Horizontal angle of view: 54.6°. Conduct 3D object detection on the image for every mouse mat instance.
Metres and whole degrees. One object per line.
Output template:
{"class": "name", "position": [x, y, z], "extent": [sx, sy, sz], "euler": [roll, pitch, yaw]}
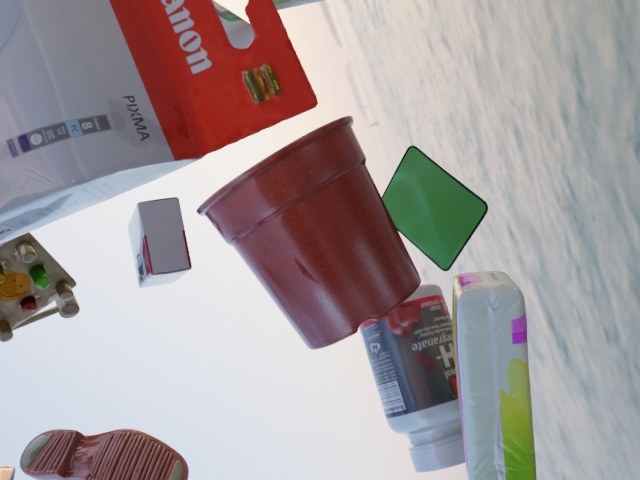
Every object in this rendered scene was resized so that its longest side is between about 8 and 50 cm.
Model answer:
{"class": "mouse mat", "position": [0.191, -0.057, 1.093], "extent": [0.007, 0.153, 0.190], "euler": [-12, -131, -45]}

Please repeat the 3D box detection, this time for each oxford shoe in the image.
{"class": "oxford shoe", "position": [-0.447, 0.499, 1.343], "extent": [0.141, 0.396, 0.147], "euler": [-67, -29, -42]}

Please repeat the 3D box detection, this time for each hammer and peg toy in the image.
{"class": "hammer and peg toy", "position": [-0.795, 0.152, 1.642], "extent": [0.127, 0.265, 0.361], "euler": [44, 162, 36]}

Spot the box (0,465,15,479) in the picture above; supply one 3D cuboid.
{"class": "box", "position": [-0.538, 0.464, 0.949], "extent": [0.324, 0.063, 0.067], "euler": [-137, 58, -71]}

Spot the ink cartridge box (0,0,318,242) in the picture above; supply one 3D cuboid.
{"class": "ink cartridge box", "position": [-0.235, -0.202, 0.607], "extent": [0.091, 0.384, 0.308], "euler": [86, 160, -82]}

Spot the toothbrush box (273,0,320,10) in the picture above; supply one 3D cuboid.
{"class": "toothbrush box", "position": [-0.050, -0.579, 1.278], "extent": [0.283, 0.206, 0.122], "euler": [-94, -8, -56]}

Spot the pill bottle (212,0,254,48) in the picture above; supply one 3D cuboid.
{"class": "pill bottle", "position": [-0.301, -0.372, 1.085], "extent": [0.361, 0.204, 0.204], "euler": [35, -177, 9]}

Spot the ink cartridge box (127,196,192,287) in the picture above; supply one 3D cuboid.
{"class": "ink cartridge box", "position": [-0.290, 0.009, 1.105], "extent": [0.175, 0.072, 0.128], "euler": [-28, 73, 64]}

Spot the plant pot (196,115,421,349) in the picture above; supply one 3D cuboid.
{"class": "plant pot", "position": [0.000, 0.000, 0.932], "extent": [0.265, 0.272, 0.272], "euler": [59, -171, -2]}

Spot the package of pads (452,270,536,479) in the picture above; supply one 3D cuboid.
{"class": "package of pads", "position": [0.256, 0.201, 0.941], "extent": [0.229, 0.101, 0.297], "euler": [-18, -76, -79]}

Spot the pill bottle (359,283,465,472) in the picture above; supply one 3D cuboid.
{"class": "pill bottle", "position": [0.190, 0.255, 1.165], "extent": [0.176, 0.176, 0.319], "euler": [42, -150, -73]}
